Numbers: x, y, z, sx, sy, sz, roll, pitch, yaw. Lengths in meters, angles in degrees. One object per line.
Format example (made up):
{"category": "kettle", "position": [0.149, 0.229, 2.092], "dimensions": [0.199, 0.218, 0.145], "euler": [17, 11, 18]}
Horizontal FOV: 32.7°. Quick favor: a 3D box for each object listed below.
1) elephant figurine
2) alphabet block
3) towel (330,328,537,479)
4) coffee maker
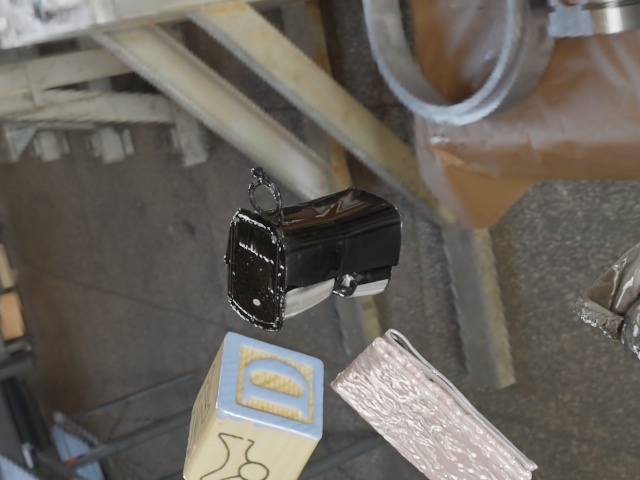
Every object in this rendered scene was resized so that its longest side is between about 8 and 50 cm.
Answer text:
{"category": "elephant figurine", "position": [0.308, 0.055, 0.943], "dimensions": [0.169, 0.239, 0.186], "euler": [24, 150, 34]}
{"category": "alphabet block", "position": [-0.114, 0.311, 1.894], "dimensions": [0.193, 0.192, 0.197], "euler": [-86, 19, -52]}
{"category": "towel", "position": [0.178, 0.305, 1.803], "dimensions": [0.332, 0.053, 0.317], "euler": [43, 156, 6]}
{"category": "coffee maker", "position": [0.000, 0.000, 1.183], "dimensions": [0.120, 0.178, 0.171], "euler": [47, 133, 27]}
